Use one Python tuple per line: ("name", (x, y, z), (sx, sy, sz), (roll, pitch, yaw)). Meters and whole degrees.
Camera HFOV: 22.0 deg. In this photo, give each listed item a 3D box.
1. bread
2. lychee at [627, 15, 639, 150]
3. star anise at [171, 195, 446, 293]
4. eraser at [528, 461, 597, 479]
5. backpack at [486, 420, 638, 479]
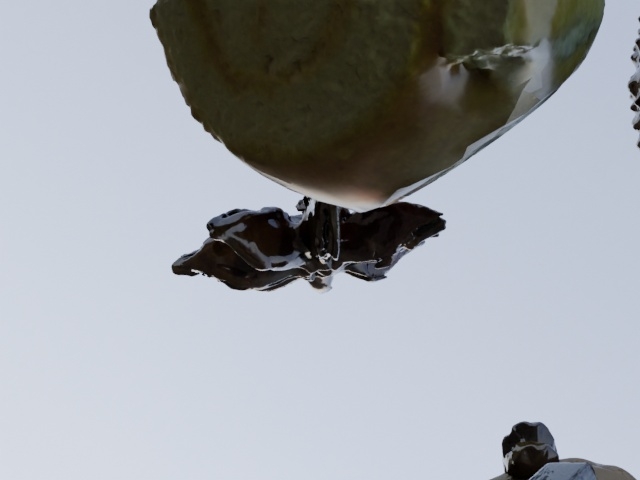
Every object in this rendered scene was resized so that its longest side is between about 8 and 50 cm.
("bread", (0.086, -0.194, 1.309), (0.395, 0.239, 0.264), (-28, -89, 41))
("lychee", (0.414, -0.126, 1.420), (0.306, 0.330, 0.306), (3, -66, 7))
("star anise", (0.001, 0.000, 1.574), (0.288, 0.288, 0.088), (-18, -107, 50))
("eraser", (0.135, 0.250, 1.190), (0.046, 0.212, 0.092), (-7, -71, 49))
("backpack", (0.201, 0.369, 1.716), (0.353, 0.378, 0.201), (73, 7, -50))
